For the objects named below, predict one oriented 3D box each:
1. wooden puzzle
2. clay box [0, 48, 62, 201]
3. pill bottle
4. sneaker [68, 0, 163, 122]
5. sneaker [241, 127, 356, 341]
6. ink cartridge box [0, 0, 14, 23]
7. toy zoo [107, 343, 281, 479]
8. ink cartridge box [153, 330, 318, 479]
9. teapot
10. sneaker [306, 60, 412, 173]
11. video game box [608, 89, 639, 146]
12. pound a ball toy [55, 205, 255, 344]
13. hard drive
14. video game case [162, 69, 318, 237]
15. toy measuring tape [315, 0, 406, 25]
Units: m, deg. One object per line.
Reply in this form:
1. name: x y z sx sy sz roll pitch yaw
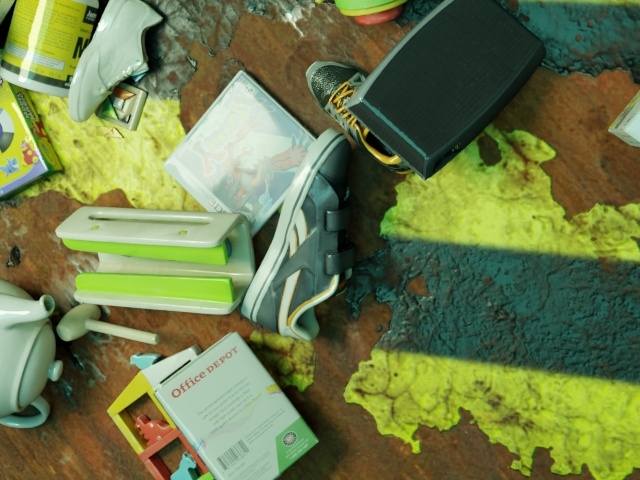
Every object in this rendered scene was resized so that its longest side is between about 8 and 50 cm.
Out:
1. wooden puzzle: -0.318 -0.215 1.362 0.079 0.014 0.116 16 100 11
2. clay box: -0.527 -0.188 1.396 0.127 0.053 0.222 -26 91 15
3. pill bottle: -0.409 -0.335 1.315 0.119 0.119 0.208 21 102 11
4. sneaker: -0.314 -0.269 1.321 0.094 0.080 0.212 25 96 -6
5. sneaker: 0.000 0.000 1.255 0.127 0.126 0.321 28 113 14
6. ink cartridge box: -0.587 -0.398 1.303 0.207 0.119 0.353 -34 83 44
7. toy zoo: -0.216 0.304 1.391 0.192 0.030 0.293 -38 87 15
8. ink cartridge box: -0.132 0.267 1.303 0.154 0.093 0.212 -37 89 -18
9. teapot: -0.501 0.187 1.356 0.187 0.256 0.252 17 87 -5
10. sneaker: 0.062 -0.183 1.237 0.215 0.083 0.084 43 106 7
11. video game box: 0.454 -0.209 1.083 0.048 0.187 0.205 38 104 3
12. pound a ball toy: -0.262 0.052 1.332 0.319 0.135 0.208 3 119 19
13. hard drive: 0.175 -0.226 1.177 0.172 0.054 0.254 43 83 6
14. video game case: -0.118 -0.126 1.318 0.183 0.023 0.201 44 104 5
15. toy measuring tape: 0.127 -0.358 1.154 0.330 0.121 0.121 -1 97 26
